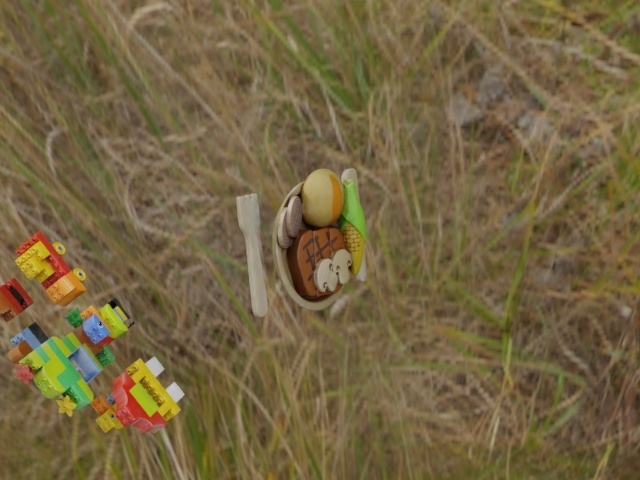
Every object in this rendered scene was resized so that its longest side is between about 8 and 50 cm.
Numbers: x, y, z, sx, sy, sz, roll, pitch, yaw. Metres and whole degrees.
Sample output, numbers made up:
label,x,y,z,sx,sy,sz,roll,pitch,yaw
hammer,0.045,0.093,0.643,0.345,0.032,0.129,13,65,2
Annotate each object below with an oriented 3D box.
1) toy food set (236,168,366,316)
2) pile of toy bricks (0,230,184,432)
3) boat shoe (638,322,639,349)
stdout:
label,x,y,z,sx,sy,sz,roll,pitch,yaw
toy food set,0.000,0.000,1.257,0.039,0.192,0.132,-2,100,35
pile of toy bricks,-0.238,0.109,1.234,0.212,0.118,0.105,52,29,-3
boat shoe,0.175,0.081,0.602,0.046,0.038,0.125,-37,100,-11
